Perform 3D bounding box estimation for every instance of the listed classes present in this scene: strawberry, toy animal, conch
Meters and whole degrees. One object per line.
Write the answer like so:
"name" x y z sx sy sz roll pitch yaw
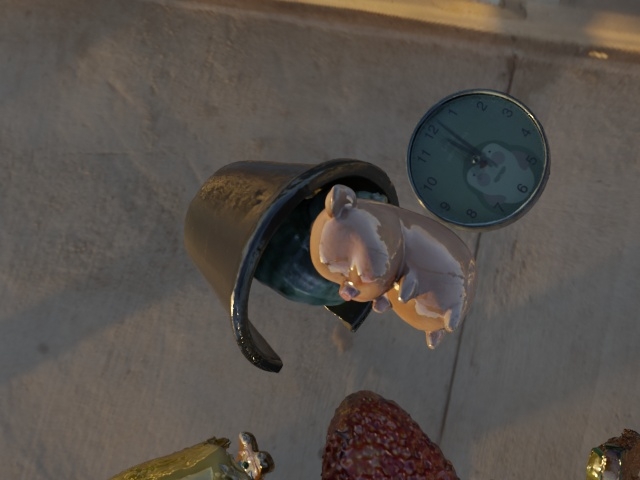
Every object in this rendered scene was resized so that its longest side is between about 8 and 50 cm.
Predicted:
"strawberry" 0.112 0.467 1.462 0.292 0.292 0.344 -33 83 13
"toy animal" 0.100 0.027 1.064 0.250 0.154 0.166 29 143 -3
"conch" 0.000 0.000 1.264 0.277 0.195 0.220 -27 90 29

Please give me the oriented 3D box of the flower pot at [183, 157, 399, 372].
"flower pot" -0.071 -0.004 1.300 0.251 0.379 0.380 31 101 37

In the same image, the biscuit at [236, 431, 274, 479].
"biscuit" -0.166 0.527 1.665 0.138 0.031 0.205 38 116 40

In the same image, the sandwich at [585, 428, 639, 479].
"sandwich" 0.601 0.465 1.574 0.079 0.235 0.159 17 71 39

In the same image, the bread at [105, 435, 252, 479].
"bread" -0.291 0.528 1.445 0.394 0.361 0.250 -17 69 -3

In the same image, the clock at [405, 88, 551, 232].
"clock" 0.343 -0.178 1.694 0.318 0.066 0.319 -1 87 17
